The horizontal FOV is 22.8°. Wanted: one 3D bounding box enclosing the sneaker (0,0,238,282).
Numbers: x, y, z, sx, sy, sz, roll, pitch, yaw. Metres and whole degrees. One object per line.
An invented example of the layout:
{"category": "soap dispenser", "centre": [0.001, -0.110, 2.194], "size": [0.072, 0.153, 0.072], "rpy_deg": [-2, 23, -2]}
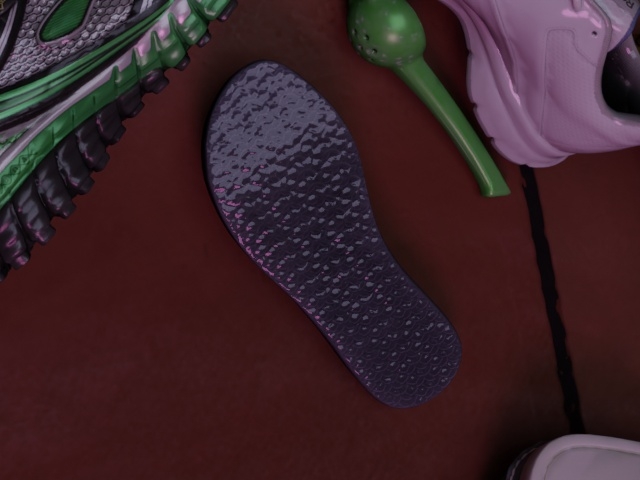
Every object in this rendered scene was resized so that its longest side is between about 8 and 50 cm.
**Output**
{"category": "sneaker", "centre": [-0.145, -0.139, 0.905], "size": [0.146, 0.134, 0.344], "rpy_deg": [42, 74, -20]}

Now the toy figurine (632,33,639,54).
{"category": "toy figurine", "centre": [0.321, -0.102, 1.020], "size": [0.209, 0.213, 0.148], "rpy_deg": [-24, 114, -10]}

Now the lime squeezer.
{"category": "lime squeezer", "centre": [0.066, -0.178, 1.021], "size": [0.109, 0.059, 0.311], "rpy_deg": [-6, 94, -15]}

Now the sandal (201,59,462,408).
{"category": "sandal", "centre": [0.000, 0.001, 1.021], "size": [0.097, 0.054, 0.255], "rpy_deg": [-31, 111, -5]}

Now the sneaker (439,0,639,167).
{"category": "sneaker", "centre": [0.125, -0.168, 0.964], "size": [0.297, 0.129, 0.111], "rpy_deg": [50, 59, -32]}

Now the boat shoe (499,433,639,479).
{"category": "boat shoe", "centre": [0.258, 0.207, 1.089], "size": [0.319, 0.099, 0.116], "rpy_deg": [17, 63, -20]}
